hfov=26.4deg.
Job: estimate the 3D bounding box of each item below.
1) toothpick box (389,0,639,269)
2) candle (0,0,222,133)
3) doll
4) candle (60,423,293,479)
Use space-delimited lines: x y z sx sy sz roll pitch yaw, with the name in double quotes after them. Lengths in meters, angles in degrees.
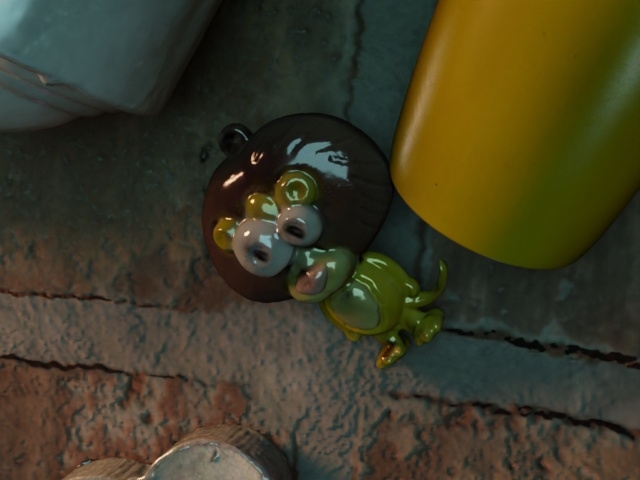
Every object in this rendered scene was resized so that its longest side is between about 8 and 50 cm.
0.149 -0.116 0.812 0.175 0.175 0.271 29 120 8 "toothpick box"
-0.155 -0.205 0.872 0.221 0.221 0.343 31 98 8 "candle"
0.007 -0.004 0.897 0.188 0.096 0.145 30 123 6 "doll"
-0.101 0.220 0.933 0.192 0.068 0.169 -21 88 13 "candle"
